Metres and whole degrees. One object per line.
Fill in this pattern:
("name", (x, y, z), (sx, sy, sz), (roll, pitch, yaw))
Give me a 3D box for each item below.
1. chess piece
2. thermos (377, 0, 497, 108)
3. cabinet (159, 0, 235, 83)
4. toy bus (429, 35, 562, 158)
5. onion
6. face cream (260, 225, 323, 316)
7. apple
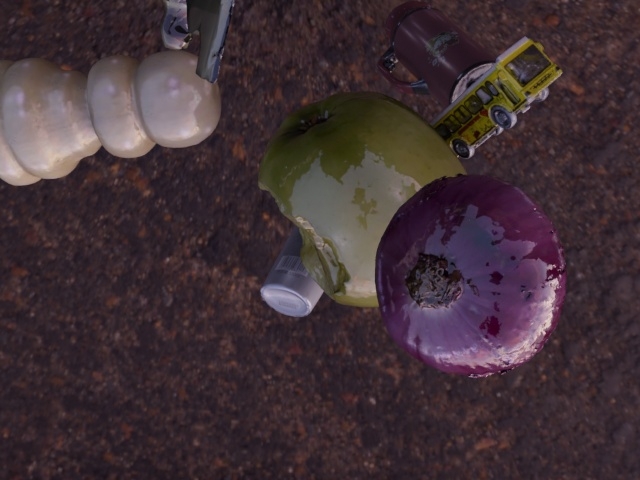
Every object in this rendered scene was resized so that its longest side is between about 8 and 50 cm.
("chess piece", (-0.275, -0.166, 1.077), (0.300, 0.167, 0.167), (-5, 118, 12))
("thermos", (0.186, -0.296, 1.375), (0.109, 0.330, 0.136), (18, 116, -31))
("cabinet", (-0.183, -0.314, 0.611), (0.290, 0.227, 0.318), (10, 108, -23))
("toy bus", (0.211, -0.167, 1.058), (0.081, 0.226, 0.074), (-37, 88, -23))
("onion", (0.087, 0.020, 0.471), (0.104, 0.115, 0.115), (6, 124, -48))
("face cream", (0.000, 0.000, 1.360), (0.107, 0.269, 0.073), (15, 142, 18))
("apple", (0.060, -0.054, 1.051), (0.279, 0.279, 0.279), (-1, 117, -3))
